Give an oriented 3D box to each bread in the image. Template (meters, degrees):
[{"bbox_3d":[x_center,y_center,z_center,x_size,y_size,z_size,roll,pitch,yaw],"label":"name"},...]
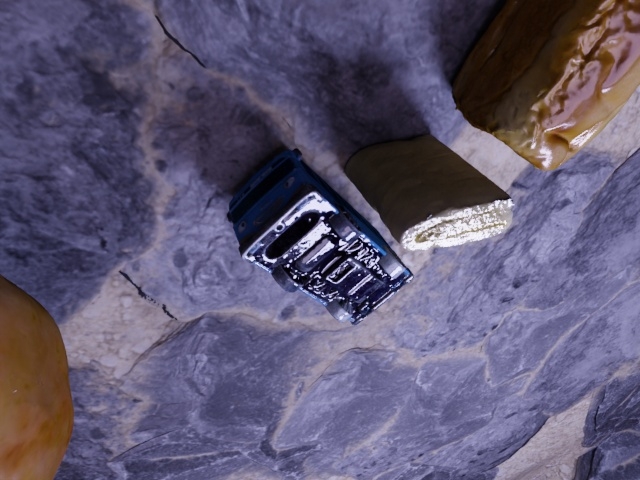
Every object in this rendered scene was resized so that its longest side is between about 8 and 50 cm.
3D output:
[{"bbox_3d":[0.120,-0.062,0.569,0.139,0.178,0.060,-12,127,-14],"label":"bread"},{"bbox_3d":[0.276,-0.225,0.508,0.132,0.167,0.294,11,122,-30],"label":"bread"}]

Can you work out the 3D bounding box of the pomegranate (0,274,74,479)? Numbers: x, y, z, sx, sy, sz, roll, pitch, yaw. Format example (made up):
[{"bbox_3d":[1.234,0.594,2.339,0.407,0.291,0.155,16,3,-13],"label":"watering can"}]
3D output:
[{"bbox_3d":[-0.434,0.179,0.416,0.411,0.411,0.411,-12,131,-14],"label":"pomegranate"}]

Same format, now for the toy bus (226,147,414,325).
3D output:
[{"bbox_3d":[0.000,0.000,0.599,0.116,0.133,0.234,-40,136,12],"label":"toy bus"}]
